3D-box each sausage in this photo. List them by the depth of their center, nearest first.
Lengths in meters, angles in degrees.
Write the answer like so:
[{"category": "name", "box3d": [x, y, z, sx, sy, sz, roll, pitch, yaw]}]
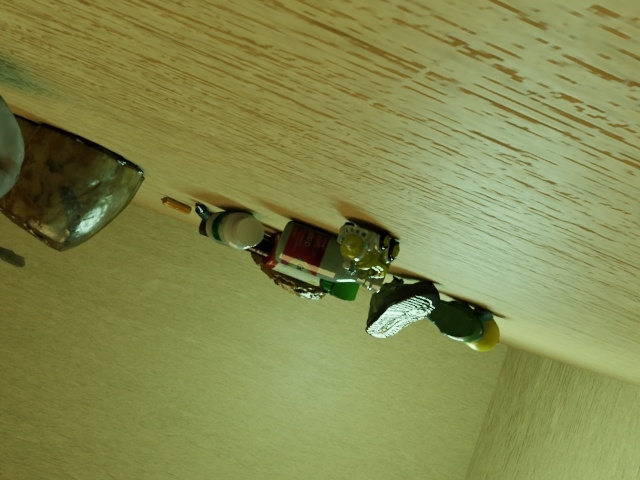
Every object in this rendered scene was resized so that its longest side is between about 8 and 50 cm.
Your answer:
[{"category": "sausage", "box3d": [-0.489, -0.120, 1.492, 0.107, 0.031, 0.031, 25, 173, -37]}]

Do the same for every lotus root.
[{"category": "lotus root", "box3d": [-0.573, -0.124, 0.949, 0.317, 0.249, 0.316, 27, 166, 7]}]

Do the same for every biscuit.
[{"category": "biscuit", "box3d": [-0.096, 0.091, 1.413, 0.296, 0.075, 0.296, 30, -167, -8]}]

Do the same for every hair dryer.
[{"category": "hair dryer", "box3d": [-0.327, -0.055, 1.360, 0.129, 0.069, 0.255, 21, 166, 7]}]

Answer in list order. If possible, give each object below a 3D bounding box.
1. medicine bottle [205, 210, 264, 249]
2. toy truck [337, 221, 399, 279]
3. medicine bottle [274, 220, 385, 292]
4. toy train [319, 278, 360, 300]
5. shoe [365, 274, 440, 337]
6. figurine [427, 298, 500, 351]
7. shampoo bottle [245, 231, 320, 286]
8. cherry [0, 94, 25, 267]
[{"category": "medicine bottle", "box3d": [-0.215, -0.027, 1.107, 0.095, 0.095, 0.260, 24, 174, -28]}, {"category": "toy truck", "box3d": [0.065, 0.020, 0.662, 0.076, 0.076, 0.111, 16, 172, 34]}, {"category": "medicine bottle", "box3d": [0.023, 0.036, 0.884, 0.217, 0.090, 0.090, 20, 174, 2]}, {"category": "toy train", "box3d": [0.047, 0.086, 1.118, 0.085, 0.118, 0.251, 21, 173, -10]}, {"category": "shoe", "box3d": [0.207, 0.144, 1.173, 0.109, 0.149, 0.293, 18, 143, -15]}, {"category": "figurine", "box3d": [0.412, 0.239, 1.275, 0.185, 0.127, 0.234, 22, -174, 41]}, {"category": "shampoo bottle", "box3d": [-0.090, 0.043, 1.246, 0.278, 0.104, 0.104, 23, 173, -24]}, {"category": "cherry", "box3d": [-0.516, -0.113, 0.472, 0.292, 0.334, 0.327, 21, -142, 41]}]
